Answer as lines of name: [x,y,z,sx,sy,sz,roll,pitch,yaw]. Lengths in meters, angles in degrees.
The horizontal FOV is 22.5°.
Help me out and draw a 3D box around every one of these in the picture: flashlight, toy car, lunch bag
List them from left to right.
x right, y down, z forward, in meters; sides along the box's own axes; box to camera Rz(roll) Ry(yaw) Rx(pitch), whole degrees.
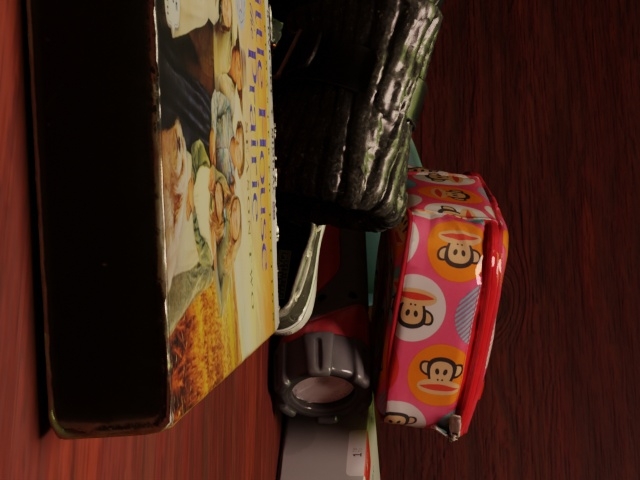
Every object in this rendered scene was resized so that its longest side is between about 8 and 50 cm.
toy car: [-0.049,-0.167,1.551,0.040,0.060,0.122,30,-67,44]
flashlight: [0.000,0.034,1.638,0.103,0.103,0.304,36,38,-39]
lunch bag: [0.107,0.071,1.641,0.293,0.120,0.258,-89,-172,-73]

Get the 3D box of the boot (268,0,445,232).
boot: [-0.003,-0.144,1.356,0.348,0.131,0.260,-171,-84,-73]

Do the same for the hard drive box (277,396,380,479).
hard drive box: [0.014,0.286,1.690,0.181,0.089,0.232,-83,169,-54]

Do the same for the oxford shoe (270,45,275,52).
oxford shoe: [-0.007,-0.221,1.613,0.083,0.096,0.227,-88,175,-55]

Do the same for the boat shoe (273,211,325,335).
boat shoe: [-0.028,-0.030,1.404,0.070,0.078,0.219,76,15,-71]

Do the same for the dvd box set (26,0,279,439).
dvd box set: [-0.080,-0.074,0.908,0.420,0.062,0.307,-23,111,-85]

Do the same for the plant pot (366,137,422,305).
plant pot: [0.057,-0.045,1.944,0.166,0.165,0.234,54,26,-81]
